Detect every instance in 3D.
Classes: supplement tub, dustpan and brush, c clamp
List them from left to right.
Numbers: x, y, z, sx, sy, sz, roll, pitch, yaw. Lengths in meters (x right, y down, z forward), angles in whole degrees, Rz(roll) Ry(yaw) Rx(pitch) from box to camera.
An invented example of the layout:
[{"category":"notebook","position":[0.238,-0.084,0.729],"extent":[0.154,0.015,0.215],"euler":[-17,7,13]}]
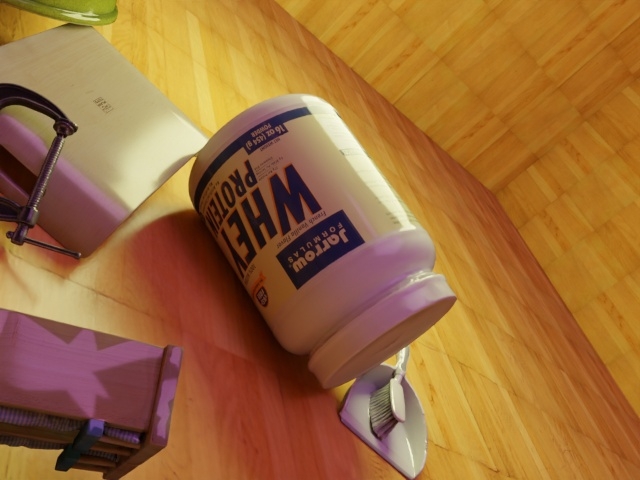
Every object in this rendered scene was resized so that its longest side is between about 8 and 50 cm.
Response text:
[{"category":"c clamp","position":[-0.282,-0.071,0.649],"extent":[0.137,0.022,0.161],"euler":[14,69,-18]},{"category":"supplement tub","position":[0.000,0.000,0.877],"extent":[0.325,0.235,0.235],"euler":[56,22,19]},{"category":"dustpan and brush","position":[0.102,0.209,0.955],"extent":[0.147,0.060,0.211],"euler":[43,22,-14]}]

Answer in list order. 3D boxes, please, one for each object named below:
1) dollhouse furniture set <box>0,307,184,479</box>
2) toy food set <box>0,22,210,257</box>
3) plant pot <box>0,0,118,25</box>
[{"category":"dollhouse furniture set","position":[-0.179,0.156,0.414],"extent":[0.129,0.129,0.184],"euler":[18,55,-22]},{"category":"toy food set","position":[-0.276,-0.128,0.794],"extent":[0.220,0.092,0.306],"euler":[44,30,-11]},{"category":"plant pot","position":[-0.351,-0.503,0.787],"extent":[0.366,0.353,0.366],"euler":[26,22,-12]}]
